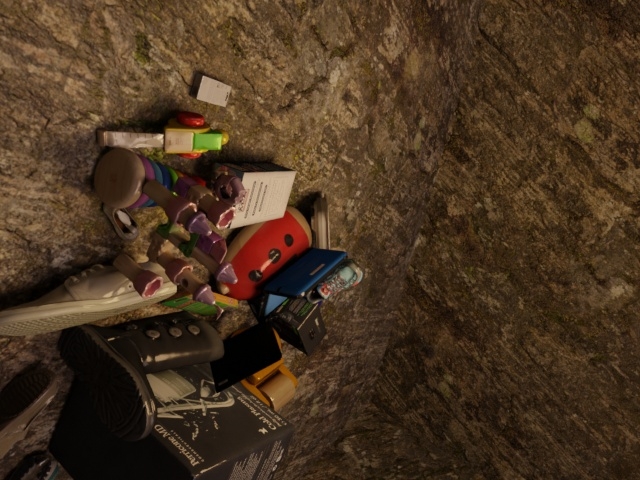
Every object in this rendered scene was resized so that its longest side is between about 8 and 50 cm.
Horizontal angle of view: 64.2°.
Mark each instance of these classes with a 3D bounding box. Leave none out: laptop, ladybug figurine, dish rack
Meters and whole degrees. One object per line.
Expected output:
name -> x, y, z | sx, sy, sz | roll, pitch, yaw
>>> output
laptop -> -0.234, 0.364, 1.683 | 0.234, 0.136, 0.264 | -28, 173, 2
ladybug figurine -> -0.183, 0.057, 1.820 | 0.449, 0.162, 0.305 | -44, 148, -33
dish rack -> 0.000, 0.000, 2.021 | 0.285, 0.073, 0.332 | -94, -178, -71

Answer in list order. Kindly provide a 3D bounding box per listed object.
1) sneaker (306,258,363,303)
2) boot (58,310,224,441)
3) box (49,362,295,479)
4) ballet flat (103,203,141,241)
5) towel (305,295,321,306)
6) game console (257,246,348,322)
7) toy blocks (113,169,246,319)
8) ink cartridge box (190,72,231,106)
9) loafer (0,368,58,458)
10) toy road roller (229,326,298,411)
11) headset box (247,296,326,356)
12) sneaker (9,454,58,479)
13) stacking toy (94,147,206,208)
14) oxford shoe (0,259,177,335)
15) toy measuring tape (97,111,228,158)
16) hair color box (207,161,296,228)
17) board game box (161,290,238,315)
sneaker -> 0.047, 0.163, 1.835 | 0.262, 0.104, 0.125 | -37, -174, 42
boot -> -0.436, 0.350, 1.434 | 0.146, 0.367, 0.445 | -52, 156, 12
box -> -0.422, 0.588, 1.512 | 0.472, 0.480, 0.297 | 6, 110, -62
ballet flat -> -0.498, -0.040, 1.303 | 0.057, 0.052, 0.168 | -53, 151, -20
towel -> -0.054, 0.175, 2.261 | 0.308, 0.076, 0.227 | 36, 75, -62
game console -> -0.062, 0.164, 1.771 | 0.293, 0.250, 0.173 | -39, 123, -42
toy blocks -> -0.286, 0.010, 1.278 | 0.288, 0.260, 0.309 | -60, 164, 23
ink cartridge box -> -0.293, -0.402, 1.370 | 0.115, 0.029, 0.062 | -3, 116, -61
loafer -> -0.746, 0.429, 1.243 | 0.268, 0.102, 0.092 | -45, 151, -13
toy road roller -> -0.223, 0.477, 1.950 | 0.203, 0.329, 0.240 | -28, 159, -48
headset box -> -0.121, 0.302, 2.013 | 0.131, 0.283, 0.246 | -50, 151, -25
sneaker -> -0.817, 0.706, 1.358 | 0.275, 0.107, 0.110 | -45, 161, -28
stacking toy -> -0.406, -0.135, 1.310 | 0.330, 0.141, 0.141 | 8, 107, -67
oxford shoe -> -0.572, 0.131, 1.262 | 0.169, 0.130, 0.450 | -27, 171, 42
toy measuring tape -> -0.391, -0.266, 1.278 | 0.330, 0.121, 0.121 | -6, 122, -33
hair color box -> -0.211, -0.150, 1.588 | 0.347, 0.105, 0.173 | -21, 130, -67
board game box -> -0.385, 0.200, 1.649 | 0.259, 0.124, 0.039 | 32, 44, -65
